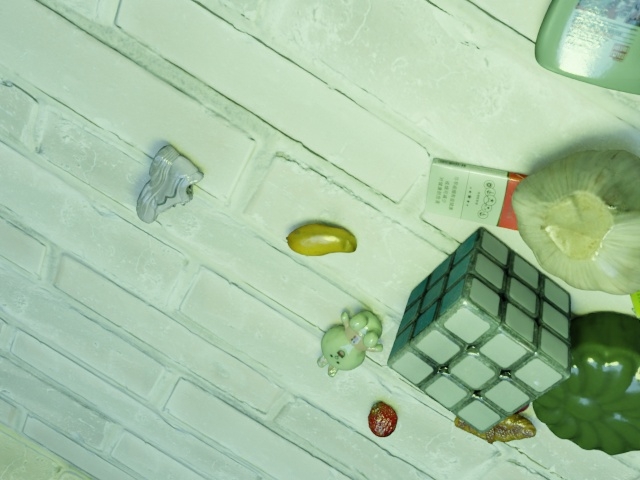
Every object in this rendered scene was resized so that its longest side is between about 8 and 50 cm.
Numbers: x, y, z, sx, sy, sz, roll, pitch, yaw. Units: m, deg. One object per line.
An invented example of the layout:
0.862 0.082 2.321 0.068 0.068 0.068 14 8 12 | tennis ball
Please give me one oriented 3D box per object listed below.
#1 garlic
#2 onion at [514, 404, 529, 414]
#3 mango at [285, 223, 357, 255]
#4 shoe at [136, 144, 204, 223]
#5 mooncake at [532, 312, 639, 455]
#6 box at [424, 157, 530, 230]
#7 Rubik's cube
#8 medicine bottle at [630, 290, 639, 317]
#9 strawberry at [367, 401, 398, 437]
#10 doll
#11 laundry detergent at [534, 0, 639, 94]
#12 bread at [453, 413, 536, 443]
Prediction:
0.565 -0.048 1.340 0.317 0.259 0.318 0 89 40 | garlic
0.487 0.438 1.765 0.150 0.140 0.150 24 139 22 | onion
0.000 0.000 1.700 0.190 0.075 0.098 3 139 15 | mango
-0.409 -0.131 1.759 0.137 0.095 0.245 32 122 2 | shoe
0.696 0.358 1.597 0.356 0.194 0.357 9 125 14 | mooncake
0.372 -0.105 1.508 0.245 0.035 0.139 11 125 14 | box
0.385 0.214 1.550 0.303 0.301 0.305 35 127 -4 | Rubik's cube
0.792 0.066 1.397 0.250 0.141 0.137 -14 113 28 | medicine bottle
0.186 0.546 1.981 0.106 0.106 0.106 10 125 15 | strawberry
0.089 0.291 1.846 0.155 0.113 0.275 41 135 3 | doll
0.566 -0.472 1.134 0.263 0.125 0.398 20 125 9 | laundry detergent
0.503 0.525 1.857 0.232 0.076 0.105 0 110 30 | bread
